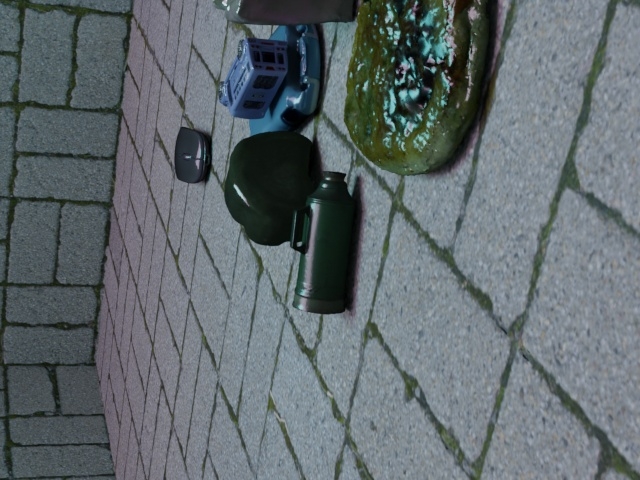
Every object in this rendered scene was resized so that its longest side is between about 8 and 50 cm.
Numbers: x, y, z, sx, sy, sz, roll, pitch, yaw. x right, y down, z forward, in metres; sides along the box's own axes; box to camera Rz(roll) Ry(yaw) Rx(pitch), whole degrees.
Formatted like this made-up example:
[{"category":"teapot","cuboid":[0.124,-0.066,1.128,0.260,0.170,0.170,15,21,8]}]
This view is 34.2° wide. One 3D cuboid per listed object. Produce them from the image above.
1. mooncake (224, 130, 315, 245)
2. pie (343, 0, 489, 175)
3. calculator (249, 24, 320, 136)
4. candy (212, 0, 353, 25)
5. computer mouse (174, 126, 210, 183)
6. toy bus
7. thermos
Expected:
[{"category":"mooncake","cuboid":[-0.061,-0.077,1.543,0.104,0.168,0.175,103,-167,-55]},{"category":"pie","cuboid":[0.099,-0.219,1.169,0.323,0.070,0.323,-179,90,-70]},{"category":"calculator","cuboid":[-0.064,-0.247,1.668,0.293,0.051,0.173,152,117,-68]},{"category":"candy","cuboid":[-0.053,-0.380,1.458,0.185,0.195,0.137,-133,43,-58]},{"category":"computer mouse","cuboid":[-0.295,-0.191,2.318,0.232,0.057,0.120,-149,63,-69]},{"category":"toy bus","cuboid":[-0.105,-0.241,1.593,0.167,0.073,0.076,127,139,-58]},{"category":"thermos","cuboid":[0.003,0.000,1.400,0.073,0.083,0.188,-62,-20,-81]}]
